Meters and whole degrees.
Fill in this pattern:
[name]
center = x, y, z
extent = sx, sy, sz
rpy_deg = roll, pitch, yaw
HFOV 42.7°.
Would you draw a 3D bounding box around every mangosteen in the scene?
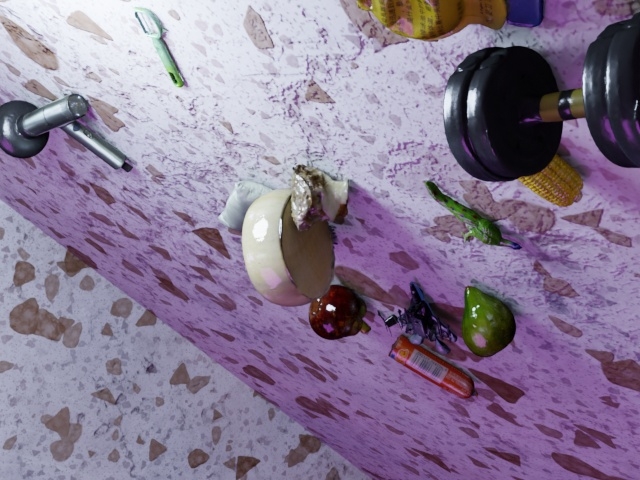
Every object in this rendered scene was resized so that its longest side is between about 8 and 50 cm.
[mangosteen]
center = 0.061, 0.190, 2.169
extent = 0.181, 0.156, 0.145
rpy_deg = 6, 133, -13

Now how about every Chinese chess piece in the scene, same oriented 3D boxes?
[Chinese chess piece]
center = -0.065, 0.015, 1.764
extent = 0.104, 0.257, 0.257
rpy_deg = -10, 138, 27

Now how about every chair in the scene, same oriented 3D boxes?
[chair]
center = 0.185, 0.212, 2.174
extent = 0.037, 0.042, 0.086
rpy_deg = 52, -174, -38

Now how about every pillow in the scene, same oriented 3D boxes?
[pillow]
center = -0.154, -0.073, 1.951
extent = 0.144, 0.078, 0.254
rpy_deg = 22, 159, -9

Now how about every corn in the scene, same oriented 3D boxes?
[corn]
center = 0.318, -0.122, 1.259
extent = 0.206, 0.067, 0.067
rpy_deg = 34, 158, -7

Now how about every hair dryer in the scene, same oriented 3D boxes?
[hair dryer]
center = -0.669, -0.250, 2.150
extent = 0.320, 0.155, 0.284
rpy_deg = 1, 133, 38

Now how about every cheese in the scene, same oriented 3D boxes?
[cheese]
center = 0.164, -0.313, 1.067
extent = 0.250, 0.064, 0.156
rpy_deg = 12, 153, 20

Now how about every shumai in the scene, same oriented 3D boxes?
[shumai]
center = 0.003, -0.093, 1.676
extent = 0.116, 0.145, 0.145
rpy_deg = -3, 146, 17

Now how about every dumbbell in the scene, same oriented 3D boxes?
[dumbbell]
center = 0.312, -0.169, 1.018
extent = 0.388, 0.185, 0.185
rpy_deg = 0, 142, 51

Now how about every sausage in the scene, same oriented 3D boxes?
[sausage]
center = 0.318, 0.355, 2.248
extent = 0.274, 0.074, 0.074
rpy_deg = 30, 158, 0

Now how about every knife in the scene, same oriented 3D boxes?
[knife]
center = -0.303, -0.371, 1.600
extent = 0.054, 0.015, 0.212
rpy_deg = 13, 152, 20

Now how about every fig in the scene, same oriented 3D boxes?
[fig]
center = 0.348, 0.171, 1.772
extent = 0.156, 0.123, 0.123
rpy_deg = 49, 154, -11

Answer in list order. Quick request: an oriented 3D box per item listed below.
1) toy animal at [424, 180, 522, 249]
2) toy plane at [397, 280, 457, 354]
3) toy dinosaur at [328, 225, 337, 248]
[toy animal]
center = 0.274, -0.035, 1.536
extent = 0.217, 0.041, 0.075
rpy_deg = 35, 156, 1
[toy plane]
center = 0.243, 0.184, 1.975
extent = 0.169, 0.078, 0.246
rpy_deg = 17, 153, 33
[toy dinosaur]
center = 0.001, -0.002, 1.946
extent = 0.082, 0.039, 0.209
rpy_deg = 34, 156, -5
